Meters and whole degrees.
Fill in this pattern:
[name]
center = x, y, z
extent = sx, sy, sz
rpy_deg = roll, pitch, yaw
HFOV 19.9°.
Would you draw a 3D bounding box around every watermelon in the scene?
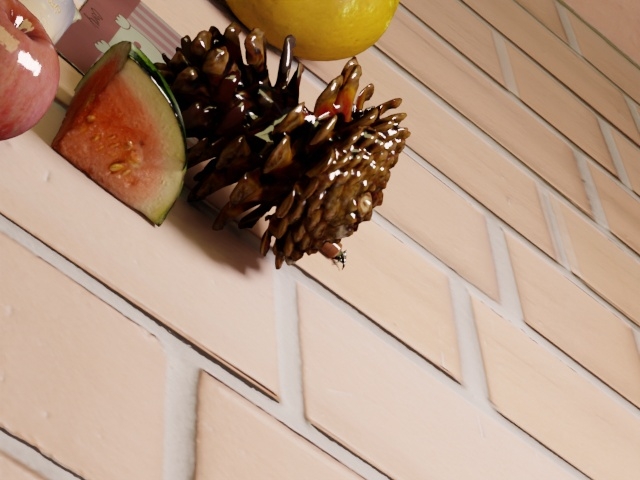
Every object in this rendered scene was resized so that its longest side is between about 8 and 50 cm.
[watermelon]
center = -0.190, -0.131, 1.858
extent = 0.137, 0.145, 0.193
rpy_deg = -1, 49, -54

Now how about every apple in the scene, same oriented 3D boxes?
[apple]
center = -0.318, -0.170, 1.724
extent = 0.153, 0.120, 0.153
rpy_deg = 38, 22, -18

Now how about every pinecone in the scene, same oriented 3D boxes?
[pinecone]
center = -0.056, -0.120, 1.960
extent = 0.292, 0.246, 0.246
rpy_deg = 36, 21, 8

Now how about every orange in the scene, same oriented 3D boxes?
[orange]
center = -0.013, -0.380, 2.497
extent = 0.279, 0.235, 0.279
rpy_deg = 30, 25, -15

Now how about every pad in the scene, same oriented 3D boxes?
[pad]
center = -0.205, -0.209, 2.152
extent = 0.202, 0.005, 0.300
rpy_deg = 41, 22, -11

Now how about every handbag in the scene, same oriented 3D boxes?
[handbag]
center = -0.323, -0.229, 1.876
extent = 0.117, 0.095, 0.173
rpy_deg = 46, 29, -12

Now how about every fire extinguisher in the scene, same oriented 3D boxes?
[fire extinguisher]
center = 0.000, 0.000, 2.126
extent = 0.083, 0.022, 0.028
rpy_deg = 41, 60, -11
